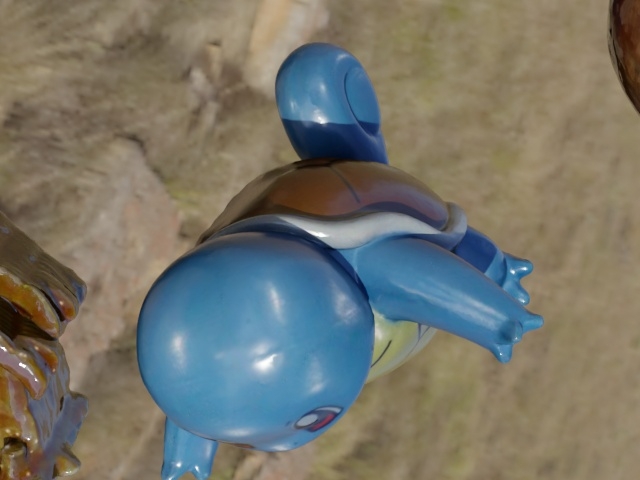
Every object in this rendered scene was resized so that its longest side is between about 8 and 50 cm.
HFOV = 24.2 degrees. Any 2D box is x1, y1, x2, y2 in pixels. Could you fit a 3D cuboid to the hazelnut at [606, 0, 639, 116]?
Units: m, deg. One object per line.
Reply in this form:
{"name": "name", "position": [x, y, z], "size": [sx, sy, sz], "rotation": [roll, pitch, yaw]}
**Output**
{"name": "hazelnut", "position": [0.190, -0.079, 0.629], "size": [0.154, 0.143, 0.143], "rotation": [16, 90, -50]}

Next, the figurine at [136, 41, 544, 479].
{"name": "figurine", "position": [0.017, 0.029, 1.063], "size": [0.416, 0.298, 0.243], "rotation": [-68, 139, -57]}

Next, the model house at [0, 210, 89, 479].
{"name": "model house", "position": [-0.297, 0.078, 1.222], "size": [0.199, 0.220, 0.229], "rotation": [-62, 143, -68]}
